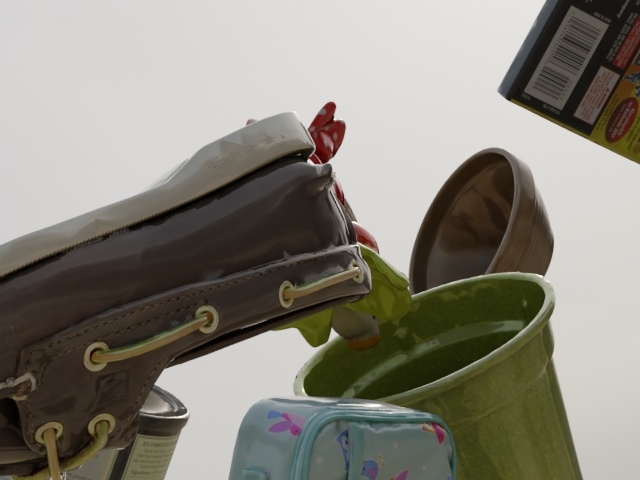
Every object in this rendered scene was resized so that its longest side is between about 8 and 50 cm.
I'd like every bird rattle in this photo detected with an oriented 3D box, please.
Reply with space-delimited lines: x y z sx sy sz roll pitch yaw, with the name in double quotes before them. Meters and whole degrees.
"bird rattle" 0.000 0.000 1.465 0.143 0.253 0.207 -22 -38 6

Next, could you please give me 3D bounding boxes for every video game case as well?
"video game case" 0.348 -0.218 1.513 0.248 0.035 0.274 23 -76 -21

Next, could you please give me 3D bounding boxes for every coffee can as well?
"coffee can" -0.285 0.285 1.655 0.202 0.275 0.201 20 4 -2

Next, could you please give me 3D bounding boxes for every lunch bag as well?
"lunch bag" 0.007 0.270 1.227 0.108 0.279 0.224 5 -4 38

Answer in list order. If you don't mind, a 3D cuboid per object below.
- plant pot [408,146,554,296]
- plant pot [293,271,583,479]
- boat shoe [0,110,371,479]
"plant pot" 0.222 0.008 1.911 0.110 0.237 0.237 23 -37 -22
"plant pot" 0.148 0.205 1.504 0.276 0.253 0.276 -22 15 6
"boat shoe" -0.103 0.045 0.632 0.324 0.096 0.117 -30 -1 -42
